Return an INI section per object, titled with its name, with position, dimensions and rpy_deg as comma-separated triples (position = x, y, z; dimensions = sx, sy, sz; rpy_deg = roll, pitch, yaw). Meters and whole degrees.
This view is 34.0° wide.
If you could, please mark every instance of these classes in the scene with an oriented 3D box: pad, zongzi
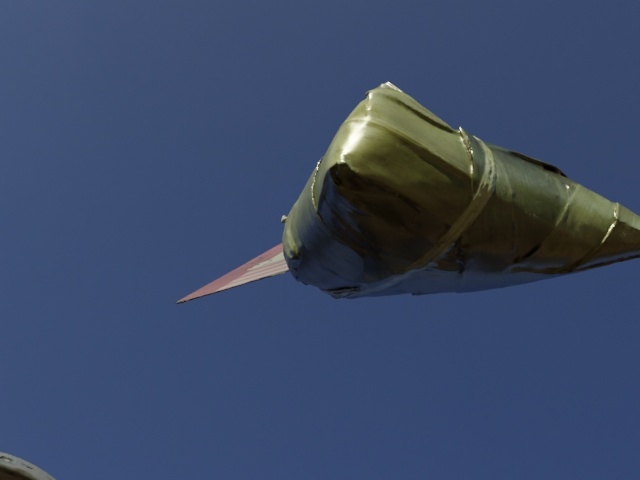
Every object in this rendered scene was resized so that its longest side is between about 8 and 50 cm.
[pad]
position = 0.000, -0.001, 1.114
dimensions = 0.202, 0.300, 0.005
rpy_deg = -17, -84, 28
[zongzi]
position = 0.049, 0.002, 0.383
dimensions = 0.119, 0.055, 0.109
rpy_deg = 19, -24, -8

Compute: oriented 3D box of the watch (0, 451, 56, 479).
[watch]
position = -0.371, 0.325, 0.983
dimensions = 0.326, 0.335, 0.314
rpy_deg = 3, -35, -20
